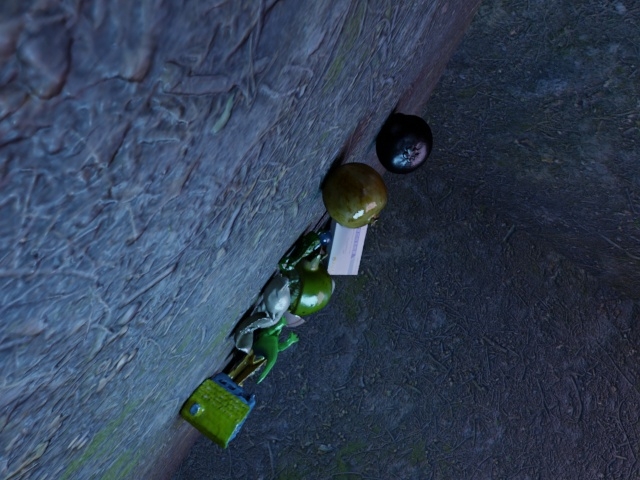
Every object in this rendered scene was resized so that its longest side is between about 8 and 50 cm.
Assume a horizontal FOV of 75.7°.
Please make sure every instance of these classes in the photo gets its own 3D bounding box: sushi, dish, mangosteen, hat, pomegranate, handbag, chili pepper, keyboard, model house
[{"bbox_3d":[-0.361,0.484,1.941,0.215,0.050,0.192,-53,-169,11],"label":"sushi"},{"bbox_3d":[-0.185,0.376,2.122,0.090,0.213,0.213,-47,174,-8],"label":"dish"},{"bbox_3d":[0.379,-0.460,1.923,0.275,0.274,0.302,-58,-153,27],"label":"mangosteen"},{"bbox_3d":[-0.297,0.339,1.656,0.173,0.144,0.166,30,-93,51],"label":"hat"},{"bbox_3d":[-0.060,0.173,1.783,0.341,0.260,0.260,-64,171,29],"label":"pomegranate"},{"bbox_3d":[-0.426,0.715,2.256,0.283,0.133,0.401,-40,175,-29],"label":"handbag"},{"bbox_3d":[-0.076,0.039,1.642,0.257,0.074,0.100,-50,173,-40],"label":"chili pepper"},{"bbox_3d":[0.119,-0.147,1.405,0.248,0.248,0.248,-55,175,-7],"label":"pomegranate"},{"bbox_3d":[0.007,-0.094,1.903,0.204,0.013,0.061,-55,174,-11],"label":"keyboard"},{"bbox_3d":[-0.434,0.713,1.715,0.216,0.237,0.303,-57,173,-6],"label":"model house"}]

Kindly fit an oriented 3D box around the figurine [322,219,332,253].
[{"bbox_3d":[0.120,-0.026,2.347,0.320,0.196,0.323,109,6,-68],"label":"figurine"}]

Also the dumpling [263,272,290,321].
[{"bbox_3d":[-0.177,0.217,1.641,0.199,0.118,0.136,-65,-148,17],"label":"dumpling"}]

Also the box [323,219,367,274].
[{"bbox_3d":[0.134,0.014,2.185,0.065,0.200,0.344,31,-66,57],"label":"box"}]

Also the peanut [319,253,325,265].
[{"bbox_3d":[-0.034,0.145,2.314,0.149,0.149,0.313,-54,176,-15],"label":"peanut"}]

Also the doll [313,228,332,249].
[{"bbox_3d":[0.000,0.000,2.084,0.152,0.085,0.114,-46,165,10],"label":"doll"}]

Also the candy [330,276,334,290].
[{"bbox_3d":[-0.057,0.254,2.111,0.295,0.295,0.185,99,-16,-78],"label":"candy"}]

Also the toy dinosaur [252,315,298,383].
[{"bbox_3d":[-0.306,0.515,1.905,0.374,0.144,0.500,-29,-171,28],"label":"toy dinosaur"}]

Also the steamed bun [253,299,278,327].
[{"bbox_3d":[-0.223,0.315,1.861,0.183,0.106,0.183,-56,176,-5],"label":"steamed bun"}]
